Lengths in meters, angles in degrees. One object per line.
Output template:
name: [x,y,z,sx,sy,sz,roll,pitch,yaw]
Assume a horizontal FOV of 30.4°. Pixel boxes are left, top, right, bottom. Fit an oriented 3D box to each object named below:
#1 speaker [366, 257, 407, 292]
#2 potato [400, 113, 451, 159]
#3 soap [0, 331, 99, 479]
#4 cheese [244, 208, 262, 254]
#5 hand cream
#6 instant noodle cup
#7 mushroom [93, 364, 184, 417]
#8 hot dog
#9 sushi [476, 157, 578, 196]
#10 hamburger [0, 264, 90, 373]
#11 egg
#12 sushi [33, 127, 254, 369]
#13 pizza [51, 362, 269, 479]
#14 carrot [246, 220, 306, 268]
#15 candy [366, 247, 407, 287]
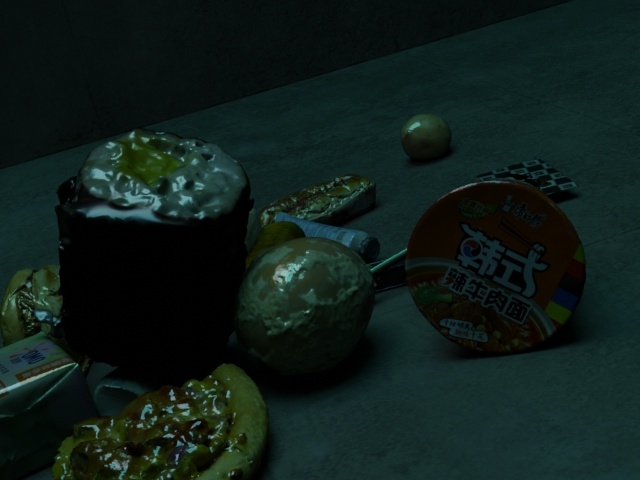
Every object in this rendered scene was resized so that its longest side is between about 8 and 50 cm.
speaker: [0.071,0.069,1.989,0.191,0.040,0.046,-15,20,-2]
potato: [0.238,-0.234,2.642,0.112,0.112,0.147,-4,14,28]
soap: [-0.440,0.242,1.718,0.182,0.138,0.199,-22,19,-23]
cheese: [-0.285,0.056,2.158,0.328,0.130,0.351,-14,18,13]
hand cream: [0.000,0.000,2.195,0.271,0.091,0.058,8,-10,46]
instant noodle cup: [0.260,0.021,1.716,0.250,0.250,0.192,-9,10,15]
mushroom: [-0.269,0.204,1.798,0.092,0.081,0.223,-34,7,25]
hot dog: [-0.010,-0.068,2.386,0.268,0.075,0.144,-28,25,-28]
sushi: [0.394,-0.103,2.260,0.139,0.031,0.201,-16,22,-6]
hamburger: [-0.441,0.141,1.917,0.108,0.214,0.214,-12,19,7]
egg: [-0.022,0.092,1.742,0.203,0.203,0.245,-1,25,34]
sushi: [-0.250,0.019,1.757,0.281,0.294,0.299,19,29,17]
pizza: [-0.205,0.275,1.514,0.277,0.114,0.409,1,21,26]
carrot: [-0.086,0.055,2.036,0.114,0.114,0.302,-11,17,9]
candy: [0.075,0.061,1.933,0.262,0.073,0.077,-28,43,-15]
